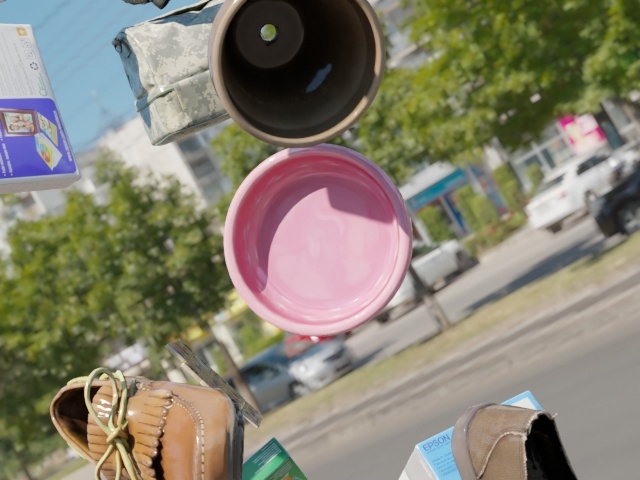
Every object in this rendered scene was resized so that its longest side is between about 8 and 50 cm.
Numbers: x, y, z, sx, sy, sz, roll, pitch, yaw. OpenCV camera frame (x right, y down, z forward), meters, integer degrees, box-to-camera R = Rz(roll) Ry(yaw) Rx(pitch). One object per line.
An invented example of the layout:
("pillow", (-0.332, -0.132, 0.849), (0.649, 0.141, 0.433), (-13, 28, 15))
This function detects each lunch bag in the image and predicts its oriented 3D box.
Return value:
("lunch bag", (-0.256, -0.368, 2.550), (0.305, 0.256, 0.212), (-25, 6, -24))

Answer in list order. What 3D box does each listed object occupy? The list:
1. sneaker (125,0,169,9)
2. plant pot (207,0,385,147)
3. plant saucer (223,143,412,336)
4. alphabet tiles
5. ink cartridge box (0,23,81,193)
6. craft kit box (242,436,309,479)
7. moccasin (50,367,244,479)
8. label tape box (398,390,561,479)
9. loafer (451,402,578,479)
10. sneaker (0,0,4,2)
("sneaker", (-0.326, -0.536, 2.455), (0.170, 0.089, 0.051), (-55, -1, 4))
("plant pot", (-0.054, -0.296, 1.850), (0.263, 0.263, 0.229), (-30, 24, -3))
("plant saucer", (0.000, 0.000, 2.111), (0.332, 0.332, 0.084), (-31, -9, 12))
("alphabet tiles", (-0.172, 0.236, 1.991), (0.009, 0.198, 0.237), (-47, -1, -2))
("ink cartridge box", (-0.390, -0.148, 1.347), (0.208, 0.206, 0.045), (-6, -20, -44))
("craft kit box", (-0.124, 0.491, 2.147), (0.250, 0.061, 0.247), (-41, -32, -8))
("moccasin", (-0.191, 0.200, 1.281), (0.147, 0.139, 0.380), (5, 5, -29))
("label tape box", (0.258, 0.435, 2.197), (0.249, 0.115, 0.348), (-22, -25, -24))
("loafer", (0.277, 0.355, 1.412), (0.133, 0.366, 0.130), (-28, -1, -38))
("sneaker", (-0.631, -0.567, 2.439), (0.123, 0.296, 0.178), (-10, -25, 5))
